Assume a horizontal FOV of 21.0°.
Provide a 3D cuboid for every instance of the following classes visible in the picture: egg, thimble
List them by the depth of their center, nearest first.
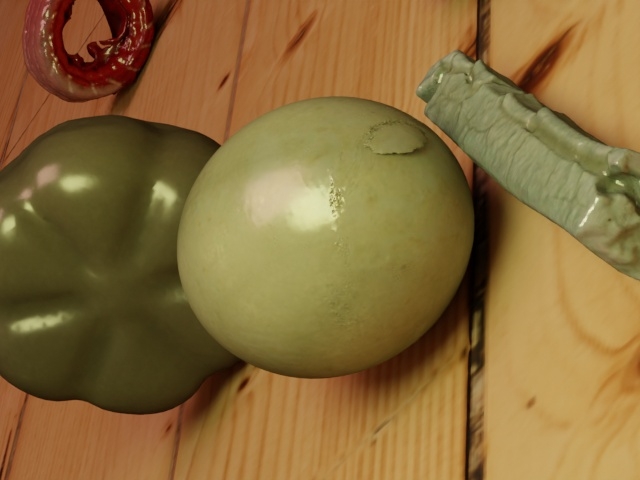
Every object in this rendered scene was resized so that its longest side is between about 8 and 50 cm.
[{"bbox_3d":[0.000,0.000,1.176,0.253,0.186,0.187,-35,35,53],"label":"egg"},{"bbox_3d":[-0.315,-0.281,2.342,0.125,0.163,0.190,-169,90,-69],"label":"thimble"}]

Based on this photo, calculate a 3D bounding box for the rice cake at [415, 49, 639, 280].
[{"bbox_3d":[0.134,-0.058,1.088,0.063,0.066,0.336,-54,22,5],"label":"rice cake"}]

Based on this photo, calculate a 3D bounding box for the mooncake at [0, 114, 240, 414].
[{"bbox_3d":[-0.171,0.025,1.475,0.275,0.275,0.135,-60,18,13],"label":"mooncake"}]
